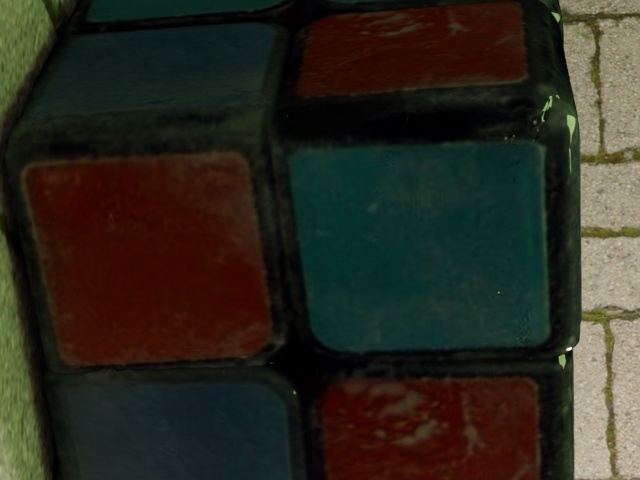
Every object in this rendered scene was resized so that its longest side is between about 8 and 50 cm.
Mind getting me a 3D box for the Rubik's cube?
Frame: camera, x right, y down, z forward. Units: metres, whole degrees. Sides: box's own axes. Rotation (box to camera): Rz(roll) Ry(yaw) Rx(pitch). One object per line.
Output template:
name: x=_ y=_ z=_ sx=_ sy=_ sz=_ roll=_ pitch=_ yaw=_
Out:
Rubik's cube: x=0.000 y=0.000 z=1.125 sx=0.316 sy=0.318 sz=0.313 roll=-83 pitch=169 yaw=-62
